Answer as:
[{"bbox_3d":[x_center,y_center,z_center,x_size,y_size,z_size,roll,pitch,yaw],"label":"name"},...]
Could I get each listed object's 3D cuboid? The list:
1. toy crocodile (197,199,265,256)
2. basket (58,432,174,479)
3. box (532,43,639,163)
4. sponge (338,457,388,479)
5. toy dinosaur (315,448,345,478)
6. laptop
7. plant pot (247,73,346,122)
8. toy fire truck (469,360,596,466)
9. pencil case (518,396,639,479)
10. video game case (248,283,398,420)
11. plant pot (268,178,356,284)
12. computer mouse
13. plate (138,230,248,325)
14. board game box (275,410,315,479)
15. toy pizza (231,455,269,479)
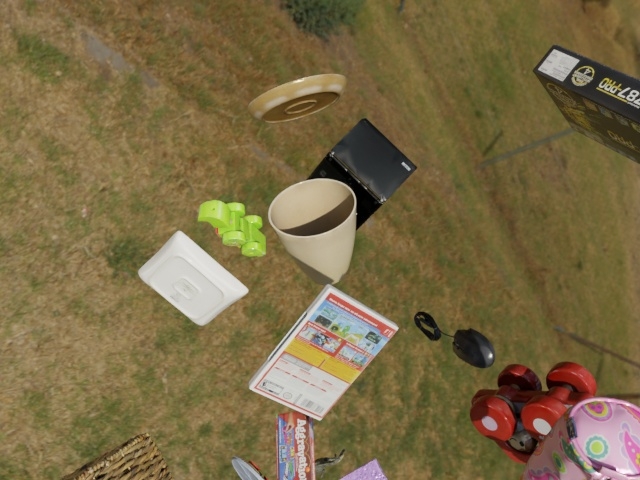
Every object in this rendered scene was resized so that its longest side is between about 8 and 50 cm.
[{"bbox_3d":[-0.245,-0.027,1.732,0.340,0.105,0.115,42,41,-67],"label":"toy crocodile"},{"bbox_3d":[-0.426,0.533,1.084,0.213,0.223,0.299,61,14,5],"label":"basket"},{"bbox_3d":[0.741,-0.300,1.432,0.318,0.097,0.395,25,17,-45],"label":"box"},{"bbox_3d":[0.149,0.701,1.553,0.210,0.117,0.031,59,3,19],"label":"sponge"},{"bbox_3d":[0.001,0.794,2.074,0.118,0.268,0.064,32,34,-54],"label":"toy dinosaur"},{"bbox_3d":[0.122,-0.204,1.869,0.234,0.264,0.136,44,44,1],"label":"laptop"},{"bbox_3d":[-0.049,-0.315,1.336,0.236,0.236,0.032,-15,88,-51],"label":"plant pot"},{"bbox_3d":[0.485,0.417,1.279,0.169,0.302,0.254,-31,99,-41],"label":"toy fire truck"},{"bbox_3d":[0.373,0.333,0.848,0.284,0.124,0.124,91,16,-51],"label":"pencil case"},{"bbox_3d":[0.007,0.249,1.270,0.204,0.285,0.025,32,13,-27],"label":"video game case"},{"bbox_3d":[0.000,0.000,1.772,0.274,0.256,0.256,76,30,-42],"label":"plant pot"},{"bbox_3d":[0.281,0.213,1.285,0.041,0.242,0.071,-9,107,-31],"label":"computer mouse"},{"bbox_3d":[-0.400,0.135,1.791,0.277,0.278,0.045,42,39,-14],"label":"plate"},{"bbox_3d":[-0.088,0.737,2.030,0.027,0.145,0.281,37,43,-52],"label":"board game box"},{"bbox_3d":[-0.177,0.689,1.683,0.032,0.201,0.201,-40,108,-30],"label":"toy pizza"}]
